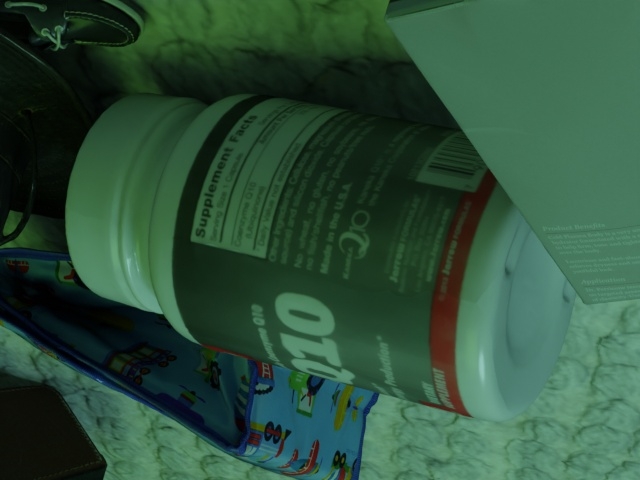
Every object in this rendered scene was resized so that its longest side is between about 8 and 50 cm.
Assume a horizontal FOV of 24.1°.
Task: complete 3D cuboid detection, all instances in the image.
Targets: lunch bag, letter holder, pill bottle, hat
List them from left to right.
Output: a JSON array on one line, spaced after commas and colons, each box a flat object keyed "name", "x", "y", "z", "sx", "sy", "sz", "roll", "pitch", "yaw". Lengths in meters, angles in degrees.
[{"name": "hat", "x": -0.294, "y": -0.044, "z": 0.978, "sx": 0.331, "sy": 0.134, "sz": 0.331, "roll": 15, "pitch": 160, "yaw": 5}, {"name": "letter holder", "x": -0.394, "y": 0.224, "z": 1.417, "sx": 0.302, "sy": 0.214, "sz": 0.152, "roll": -11, "pitch": 136, "yaw": -35}, {"name": "lunch bag", "x": -0.120, "y": 0.074, "z": 1.141, "sx": 0.293, "sy": 0.138, "sz": 0.221, "roll": 15, "pitch": 170, "yaw": 26}, {"name": "pill bottle", "x": 0.000, "y": 0.000, "z": 0.900, "sx": 0.283, "sy": 0.161, "sz": 0.161, "roll": 12, "pitch": 152, "yaw": 27}]

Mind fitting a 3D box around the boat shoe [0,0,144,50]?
[{"name": "boat shoe", "x": -0.170, "y": -0.133, "z": 0.899, "sx": 0.125, "sy": 0.038, "sz": 0.046, "roll": 15, "pitch": 151, "yaw": 1}]

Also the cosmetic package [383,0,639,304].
[{"name": "cosmetic package", "x": 0.144, "y": -0.075, "z": 0.722, "sx": 0.127, "sy": 0.107, "sz": 0.238, "roll": -7, "pitch": 139, "yaw": 31}]
